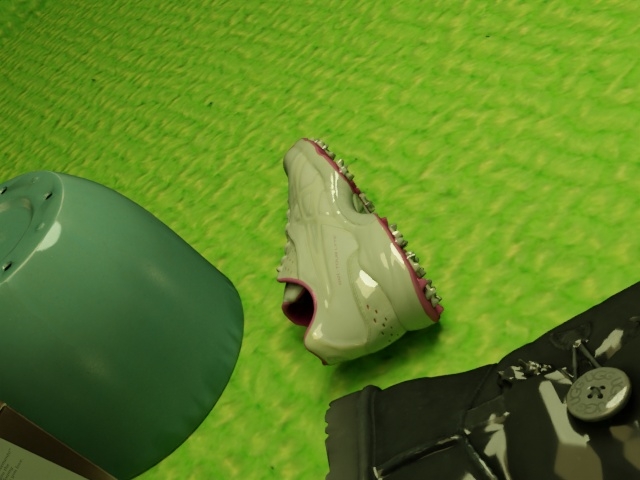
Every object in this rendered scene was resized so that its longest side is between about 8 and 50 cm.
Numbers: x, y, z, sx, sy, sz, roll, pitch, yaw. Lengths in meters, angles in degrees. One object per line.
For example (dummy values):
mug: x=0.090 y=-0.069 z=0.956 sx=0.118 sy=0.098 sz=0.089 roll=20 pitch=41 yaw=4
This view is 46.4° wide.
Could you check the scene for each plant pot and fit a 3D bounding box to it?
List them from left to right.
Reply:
plant pot: x=-0.265 y=0.072 z=0.774 sx=0.293 sy=0.235 sz=0.293 roll=-19 pitch=43 yaw=19

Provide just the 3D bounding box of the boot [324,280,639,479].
boot: x=0.223 y=0.160 z=0.408 sx=0.445 sy=0.146 sz=0.367 roll=-24 pitch=40 yaw=15

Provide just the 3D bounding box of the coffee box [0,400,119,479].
coffee box: x=-0.228 y=0.216 z=0.595 sx=0.141 sy=0.246 sz=0.098 roll=6 pitch=55 yaw=38

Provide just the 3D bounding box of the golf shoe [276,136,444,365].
golf shoe: x=0.000 y=0.000 z=0.758 sx=0.140 sy=0.115 sz=0.306 roll=-36 pitch=38 yaw=4
